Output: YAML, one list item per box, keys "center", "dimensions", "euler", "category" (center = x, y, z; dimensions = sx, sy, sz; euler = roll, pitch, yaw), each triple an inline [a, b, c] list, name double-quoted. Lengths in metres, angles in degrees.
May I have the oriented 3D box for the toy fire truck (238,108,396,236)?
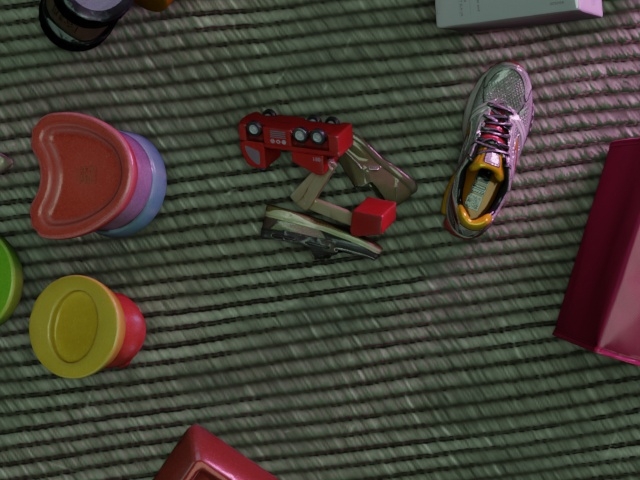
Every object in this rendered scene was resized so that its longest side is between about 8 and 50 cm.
- center: [-0.006, -0.082, 1.949]
  dimensions: [0.192, 0.047, 0.135]
  euler: [8, 119, 25]
  category: "toy fire truck"

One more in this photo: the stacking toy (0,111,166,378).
- center: [-0.323, 0.003, 1.953]
  dimensions: [0.279, 0.130, 0.309]
  euler: [8, 88, 22]
  category: "stacking toy"

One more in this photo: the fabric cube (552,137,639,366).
- center: [0.453, 0.036, 1.904]
  dimensions: [0.259, 0.254, 0.258]
  euler: [17, 90, -4]
  category: "fabric cube"

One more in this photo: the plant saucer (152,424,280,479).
- center: [-0.125, 0.404, 1.977]
  dimensions: [0.258, 0.048, 0.259]
  euler: [35, 88, -4]
  category: "plant saucer"

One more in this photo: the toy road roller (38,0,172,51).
- center: [-0.292, -0.398, 1.883]
  dimensions: [0.329, 0.202, 0.240]
  euler: [44, 76, -8]
  category: "toy road roller"

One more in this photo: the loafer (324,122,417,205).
- center: [0.051, -0.091, 1.974]
  dimensions: [0.148, 0.056, 0.050]
  euler: [35, 83, -4]
  category: "loafer"

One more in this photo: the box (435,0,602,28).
- center: [0.232, -0.348, 1.919]
  dimensions: [0.181, 0.119, 0.181]
  euler: [-4, 91, 24]
  category: "box"

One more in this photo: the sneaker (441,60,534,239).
- center: [0.214, -0.109, 1.966]
  dimensions: [0.088, 0.093, 0.225]
  euler: [13, 90, -4]
  category: "sneaker"

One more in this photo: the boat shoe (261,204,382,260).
- center: [0.000, 0.000, 1.977]
  dimensions: [0.152, 0.056, 0.049]
  euler: [20, 95, 6]
  category: "boat shoe"
